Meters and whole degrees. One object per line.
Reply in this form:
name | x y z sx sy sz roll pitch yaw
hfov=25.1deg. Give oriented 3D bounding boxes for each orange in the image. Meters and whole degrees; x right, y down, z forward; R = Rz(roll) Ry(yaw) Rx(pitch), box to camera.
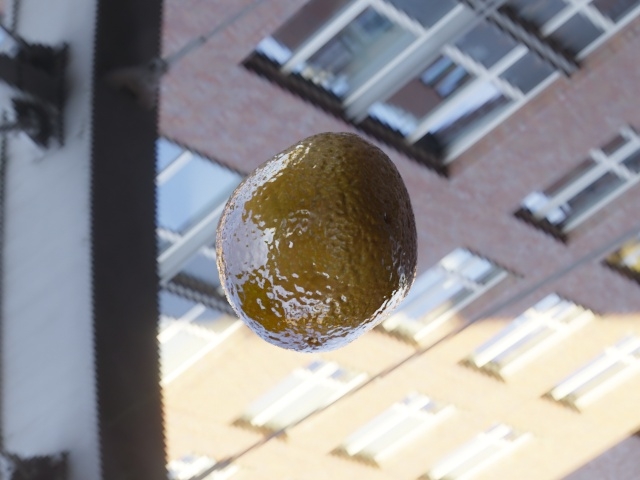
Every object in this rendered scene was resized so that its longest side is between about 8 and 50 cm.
orange | 0.000 0.000 0.526 0.085 0.085 0.085 39 -152 -25
